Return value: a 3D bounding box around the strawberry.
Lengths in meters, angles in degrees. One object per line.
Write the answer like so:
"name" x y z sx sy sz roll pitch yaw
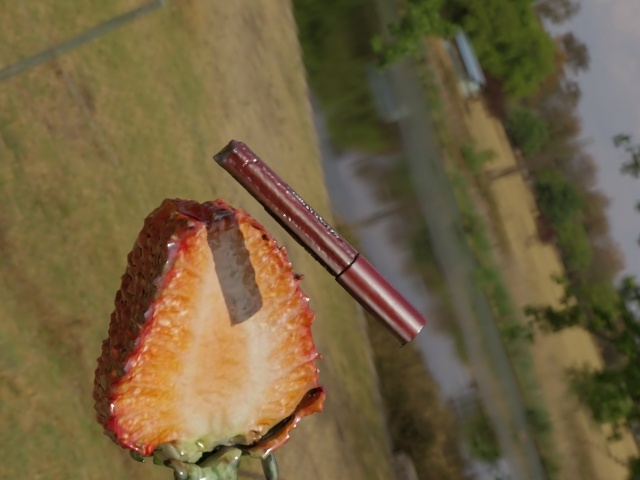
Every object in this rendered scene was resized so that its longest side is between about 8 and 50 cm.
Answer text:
"strawberry" -0.095 0.079 1.003 0.106 0.188 0.286 44 -40 47

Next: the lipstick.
"lipstick" 0.000 0.000 0.841 0.176 0.027 0.027 45 12 -5
